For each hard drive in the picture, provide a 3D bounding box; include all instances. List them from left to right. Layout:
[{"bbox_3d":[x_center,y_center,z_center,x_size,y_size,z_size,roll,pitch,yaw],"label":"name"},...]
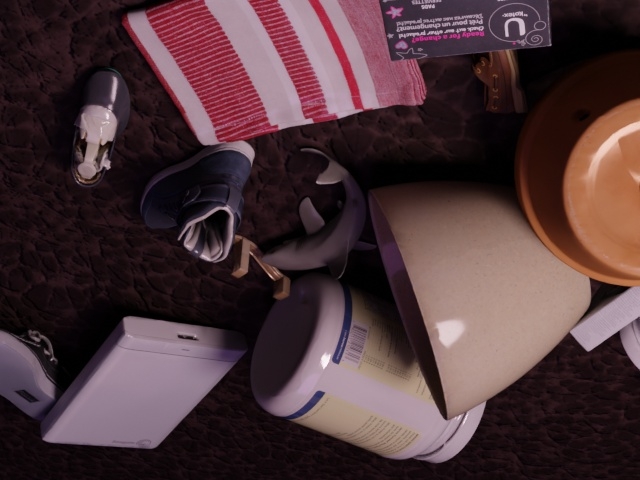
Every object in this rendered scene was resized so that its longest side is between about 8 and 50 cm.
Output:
[{"bbox_3d":[-0.315,0.259,1.949,0.233,0.047,0.353,11,138,-34],"label":"hard drive"}]

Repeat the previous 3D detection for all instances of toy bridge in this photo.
[{"bbox_3d":[-0.122,0.025,1.690,0.188,0.063,0.026,30,136,-32],"label":"toy bridge"}]

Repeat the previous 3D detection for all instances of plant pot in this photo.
[{"bbox_3d":[0.372,-0.073,1.280,0.291,0.203,0.291,2,101,9],"label":"plant pot"}]

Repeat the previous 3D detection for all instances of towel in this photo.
[{"bbox_3d":[-0.053,-0.229,1.381,0.329,0.037,0.237,-10,139,19],"label":"towel"}]

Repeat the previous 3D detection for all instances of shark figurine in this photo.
[{"bbox_3d":[0.023,-0.010,1.591,0.166,0.116,0.278,12,143,-11],"label":"shark figurine"}]

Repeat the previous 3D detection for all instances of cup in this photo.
[{"bbox_3d":[0.228,0.053,1.516,0.237,0.331,0.331,-17,140,-2],"label":"cup"}]

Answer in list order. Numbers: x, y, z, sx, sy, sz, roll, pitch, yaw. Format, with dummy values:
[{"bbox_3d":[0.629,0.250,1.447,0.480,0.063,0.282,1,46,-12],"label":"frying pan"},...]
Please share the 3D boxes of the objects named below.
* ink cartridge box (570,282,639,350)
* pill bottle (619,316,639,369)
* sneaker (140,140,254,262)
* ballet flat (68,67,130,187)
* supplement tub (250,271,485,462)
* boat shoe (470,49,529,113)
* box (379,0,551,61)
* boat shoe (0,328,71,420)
[{"bbox_3d":[0.464,0.033,1.517,0.045,0.223,0.224,47,134,1],"label":"ink cartridge box"},{"bbox_3d":[0.583,0.080,1.579,0.181,0.181,0.323,23,138,-21],"label":"pill bottle"},{"bbox_3d":[-0.188,-0.031,1.550,0.086,0.163,0.226,30,137,-30],"label":"sneaker"},{"bbox_3d":[-0.302,-0.142,1.495,0.074,0.074,0.203,15,141,-13],"label":"ballet flat"},{"bbox_3d":[0.078,0.210,1.763,0.325,0.235,0.235,25,138,-23],"label":"supplement tub"},{"bbox_3d":[0.211,-0.215,1.343,0.060,0.064,0.178,-9,142,15],"label":"boat shoe"},{"bbox_3d":[0.139,-0.311,1.081,0.163,0.247,0.142,-4,140,12],"label":"box"},{"bbox_3d":[-0.516,0.213,1.947,0.113,0.105,0.306,-12,145,14],"label":"boat shoe"}]
